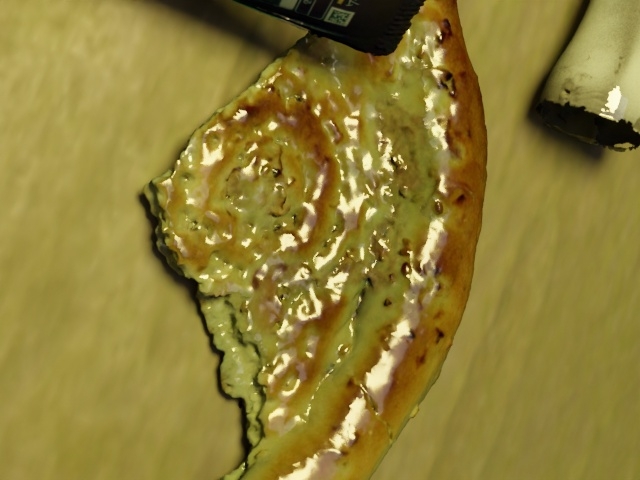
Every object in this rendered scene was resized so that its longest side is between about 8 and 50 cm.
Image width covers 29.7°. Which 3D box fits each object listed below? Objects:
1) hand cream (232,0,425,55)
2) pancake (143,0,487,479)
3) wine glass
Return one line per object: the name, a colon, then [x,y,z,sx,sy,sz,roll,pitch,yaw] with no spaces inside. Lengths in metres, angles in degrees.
hand cream: [-0.070,-0.162,0.541,0.270,0.120,0.061,21,56,-10]
pancake: [0.003,0.000,0.634,0.197,0.054,0.376,14,85,-25]
wine glass: [0.183,-0.135,0.704,0.072,0.072,0.155,23,83,-25]
